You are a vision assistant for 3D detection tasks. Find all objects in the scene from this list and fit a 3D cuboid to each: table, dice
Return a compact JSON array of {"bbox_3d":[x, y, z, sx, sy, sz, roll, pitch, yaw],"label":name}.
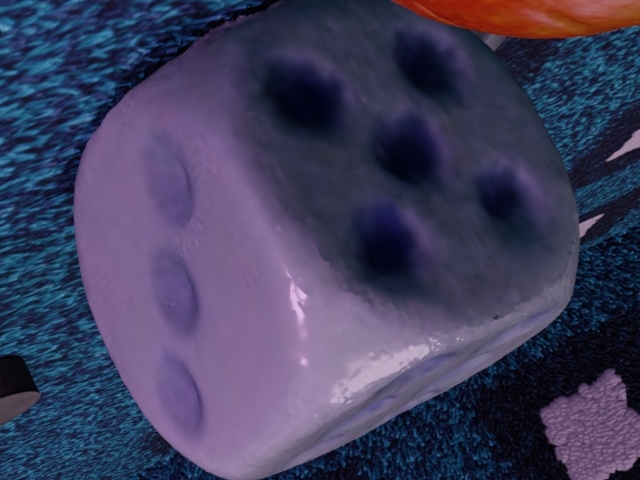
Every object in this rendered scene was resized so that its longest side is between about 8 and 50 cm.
[{"bbox_3d":[-0.360,0.170,1.359,0.133,0.043,0.133,-27,167,-6],"label":"table"},{"bbox_3d":[0.000,0.000,0.941,0.264,0.262,0.268,-18,165,-37],"label":"dice"}]

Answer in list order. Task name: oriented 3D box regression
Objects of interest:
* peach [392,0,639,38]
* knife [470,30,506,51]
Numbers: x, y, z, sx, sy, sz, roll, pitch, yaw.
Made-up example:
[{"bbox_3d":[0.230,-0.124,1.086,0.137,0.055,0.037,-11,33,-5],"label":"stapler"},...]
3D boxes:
[{"bbox_3d":[0.069,-0.197,0.420,0.245,0.248,0.274,29,145,-35],"label":"peach"},{"bbox_3d":[0.164,-0.195,1.067,0.044,0.023,0.162,-25,168,-33],"label":"knife"}]
